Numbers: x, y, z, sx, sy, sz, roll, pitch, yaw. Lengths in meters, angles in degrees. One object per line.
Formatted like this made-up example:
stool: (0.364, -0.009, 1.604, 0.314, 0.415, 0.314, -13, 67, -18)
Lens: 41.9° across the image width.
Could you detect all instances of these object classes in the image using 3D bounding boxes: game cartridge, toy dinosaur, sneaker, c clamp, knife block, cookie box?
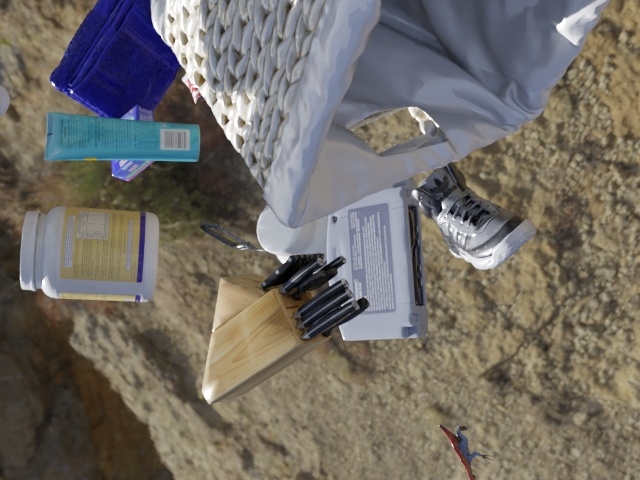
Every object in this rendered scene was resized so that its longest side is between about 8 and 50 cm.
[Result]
game cartridge: (0.100, 0.037, 1.556, 0.196, 0.060, 0.294, -7, 83, 37)
toy dinosaur: (0.217, 0.328, 1.283, 0.090, 0.082, 0.047, 7, 159, -8)
sneaker: (0.224, -0.044, 1.295, 0.153, 0.101, 0.268, 49, 175, -9)
sneaker: (-0.254, -0.315, 1.731, 0.118, 0.042, 0.067, -163, 50, -79)
c clamp: (-0.226, -0.010, 2.129, 0.161, 0.022, 0.137, 30, 162, -24)
knife block: (-0.047, 0.145, 1.266, 0.242, 0.088, 0.275, 17, 101, 34)
cookie box: (-0.344, -0.178, 1.532, 0.092, 0.040, 0.107, -29, 58, 35)

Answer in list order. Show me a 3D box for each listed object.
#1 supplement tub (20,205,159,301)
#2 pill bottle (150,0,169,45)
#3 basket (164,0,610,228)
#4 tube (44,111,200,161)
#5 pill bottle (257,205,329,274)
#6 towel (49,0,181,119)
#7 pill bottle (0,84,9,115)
supplement tub: (-0.595, 0.035, 2.174, 0.331, 0.241, 0.241, 4, 137, -14)
pill bottle: (-0.180, -0.292, 1.056, 0.067, 0.120, 0.067, -7, 132, -8)
basket: (0.062, -0.237, 0.751, 0.266, 0.328, 0.331, 55, 152, 20)
tube: (-0.273, -0.140, 1.160, 0.052, 0.207, 0.080, 114, 152, -51)
pill bottle: (0.000, 0.000, 1.986, 0.176, 0.319, 0.176, -11, 71, 34)
towel: (-0.340, -0.365, 1.569, 0.076, 0.308, 0.228, 33, 180, 40)
pill bottle: (-0.704, -0.291, 1.672, 0.103, 0.184, 0.103, 0, 92, 9)
